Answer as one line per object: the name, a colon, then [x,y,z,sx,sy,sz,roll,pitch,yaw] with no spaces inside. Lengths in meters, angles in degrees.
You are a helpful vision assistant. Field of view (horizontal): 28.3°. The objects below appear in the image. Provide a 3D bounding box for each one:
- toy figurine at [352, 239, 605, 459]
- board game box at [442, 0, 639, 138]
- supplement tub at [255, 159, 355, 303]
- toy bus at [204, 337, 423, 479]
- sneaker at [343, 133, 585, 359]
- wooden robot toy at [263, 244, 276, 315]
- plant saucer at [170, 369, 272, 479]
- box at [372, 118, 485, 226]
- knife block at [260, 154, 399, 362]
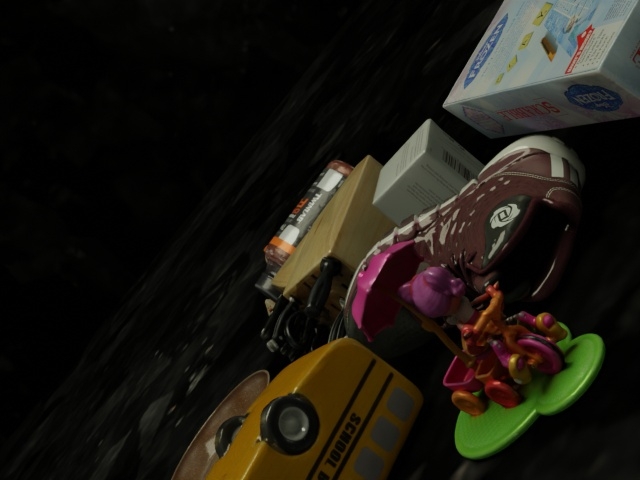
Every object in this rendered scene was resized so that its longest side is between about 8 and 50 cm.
toy figurine: [0.101,0.065,0.955,0.130,0.159,0.173,-58,14,-26]
board game box: [0.262,-0.244,1.094,0.318,0.066,0.318,-59,14,-6]
supplement tub: [0.000,0.000,1.646,0.198,0.106,0.106,-54,12,-8]
toy bus: [-0.045,0.237,1.062,0.108,0.130,0.332,-32,23,55]
sneaker: [0.120,0.033,1.119,0.281,0.106,0.162,-46,16,23]
wooden robot toy: [-0.041,0.029,1.775,0.173,0.079,0.076,-50,12,11]
plant saucer: [-0.111,0.245,1.512,0.198,0.036,0.198,-48,13,15]
box: [0.123,-0.055,1.360,0.087,0.101,0.102,-47,11,24]
knife block: [0.036,0.030,1.471,0.275,0.088,0.242,-53,13,-8]
